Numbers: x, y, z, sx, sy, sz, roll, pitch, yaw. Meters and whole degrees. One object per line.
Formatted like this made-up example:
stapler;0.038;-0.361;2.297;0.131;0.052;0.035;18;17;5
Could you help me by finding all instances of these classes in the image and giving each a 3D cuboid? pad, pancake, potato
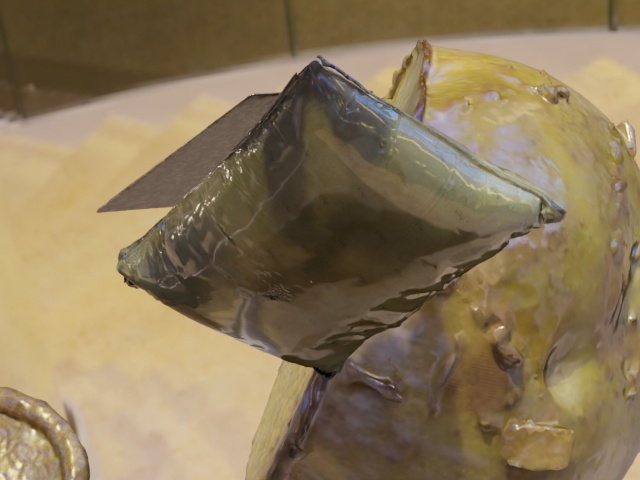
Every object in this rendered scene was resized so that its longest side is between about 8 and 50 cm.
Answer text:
pad;-0.080;-0.080;1.591;0.158;0.235;0.003;-6;70;-47
pancake;-0.268;0.199;1.340;0.199;0.021;0.199;-8;62;15
potato;0.149;0.069;1.497;0.319;0.385;0.442;19;80;-7

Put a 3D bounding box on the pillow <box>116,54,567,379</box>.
pillow;0.000;0.000;1.133;0.185;0.302;0.075;28;55;-17
